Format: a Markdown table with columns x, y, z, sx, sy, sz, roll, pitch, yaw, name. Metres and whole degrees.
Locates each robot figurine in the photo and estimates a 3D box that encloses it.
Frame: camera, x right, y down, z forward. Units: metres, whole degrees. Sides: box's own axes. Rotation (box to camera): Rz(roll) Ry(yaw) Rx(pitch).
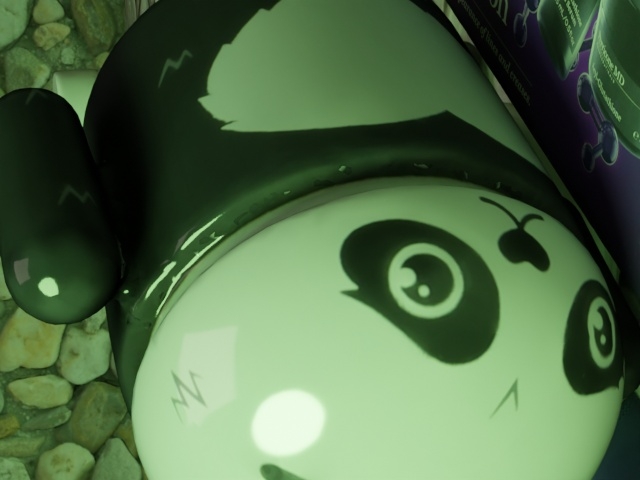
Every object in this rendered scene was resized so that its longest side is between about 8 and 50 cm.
| x | y | z | sx | sy | sz | roll | pitch | yaw | name |
| --- | --- | --- | --- | --- | --- | --- | --- | --- | --- |
| 0.003 | -0.001 | 0.488 | 0.278 | 0.209 | 0.173 | -110 | 0 | -48 | robot figurine |

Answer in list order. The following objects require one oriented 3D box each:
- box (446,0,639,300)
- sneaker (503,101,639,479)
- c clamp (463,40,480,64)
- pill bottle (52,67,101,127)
| x | y | z | sx | sy | sz | roll | pitch | yaw | name |
| --- | --- | --- | --- | --- | --- | --- | --- | --- | --- |
| 0.127 | -0.125 | 0.461 | 0.261 | 0.103 | 0.184 | -112 | 24 | -48 | box |
| 0.092 | 0.072 | 0.615 | 0.112 | 0.131 | 0.296 | 111 | 149 | -58 | sneaker |
| 0.076 | -0.089 | 0.839 | 0.160 | 0.022 | 0.137 | -162 | 67 | -75 | c clamp |
| -0.068 | -0.083 | 0.953 | 0.136 | 0.245 | 0.136 | 174 | 90 | -76 | pill bottle |
